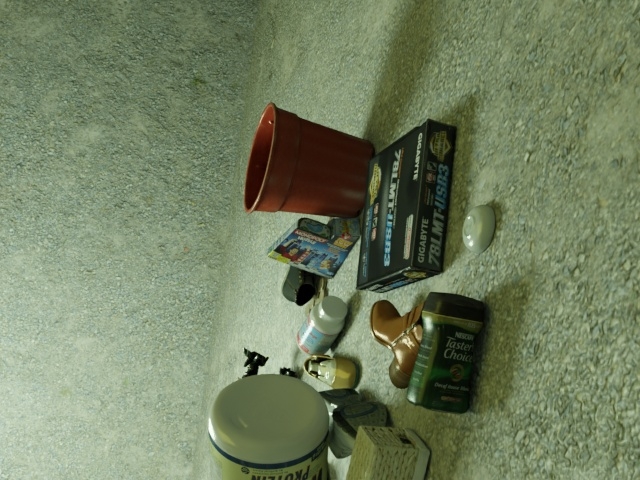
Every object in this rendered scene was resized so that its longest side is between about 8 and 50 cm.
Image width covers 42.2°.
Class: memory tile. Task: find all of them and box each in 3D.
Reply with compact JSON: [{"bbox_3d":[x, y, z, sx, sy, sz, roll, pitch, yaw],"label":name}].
[{"bbox_3d":[-0.011,0.182,2.185,0.113,0.012,0.148,-94,23,-43],"label":"memory tile"}]

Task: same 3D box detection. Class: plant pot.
[{"bbox_3d":[-0.024,-0.174,2.017,0.272,0.265,0.272,-169,90,-75],"label":"plant pot"}]

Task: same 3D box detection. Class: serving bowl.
[{"bbox_3d":[0.257,-0.021,1.373,0.083,0.027,0.083,-169,90,-75],"label":"serving bowl"}]

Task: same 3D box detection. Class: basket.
[{"bbox_3d":[0.109,0.416,1.442,0.113,0.103,0.167,-148,69,-74],"label":"basket"}]

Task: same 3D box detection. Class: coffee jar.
[{"bbox_3d":[0.199,0.176,1.311,0.079,0.096,0.184,-175,95,-71],"label":"coffee jar"}]

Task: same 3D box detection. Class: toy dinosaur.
[{"bbox_3d":[-0.184,0.424,2.268,0.218,0.164,0.322,-64,6,-4],"label":"toy dinosaur"}]

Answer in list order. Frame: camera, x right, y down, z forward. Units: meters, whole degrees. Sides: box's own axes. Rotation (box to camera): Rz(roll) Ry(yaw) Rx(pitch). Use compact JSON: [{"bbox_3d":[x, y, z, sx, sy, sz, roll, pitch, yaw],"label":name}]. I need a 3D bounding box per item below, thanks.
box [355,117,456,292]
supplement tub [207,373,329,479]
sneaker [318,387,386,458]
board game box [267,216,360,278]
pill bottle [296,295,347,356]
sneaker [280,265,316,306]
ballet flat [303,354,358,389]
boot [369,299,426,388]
[{"bbox_3d":[0.163,-0.057,1.651,0.293,0.073,0.295,149,129,-70],"label":"box"},{"bbox_3d":[-0.102,0.458,1.656,0.235,0.235,0.325,-108,16,-60],"label":"supplement tub"},{"bbox_3d":[0.065,0.384,1.669,0.297,0.111,0.129,-169,76,-78],"label":"sneaker"},{"bbox_3d":[0.000,0.000,2.030,0.194,0.194,0.060,-43,37,41],"label":"board game box"},{"bbox_3d":[0.006,0.203,1.975,0.160,0.087,0.087,118,157,-45],"label":"pill bottle"},{"bbox_3d":[-0.032,0.067,2.223,0.118,0.083,0.222,27,101,66],"label":"sneaker"},{"bbox_3d":[0.017,0.302,1.894,0.232,0.073,0.080,165,115,-72],"label":"ballet flat"},{"bbox_3d":[0.160,0.154,1.516,0.152,0.073,0.197,115,147,-43],"label":"boot"}]
